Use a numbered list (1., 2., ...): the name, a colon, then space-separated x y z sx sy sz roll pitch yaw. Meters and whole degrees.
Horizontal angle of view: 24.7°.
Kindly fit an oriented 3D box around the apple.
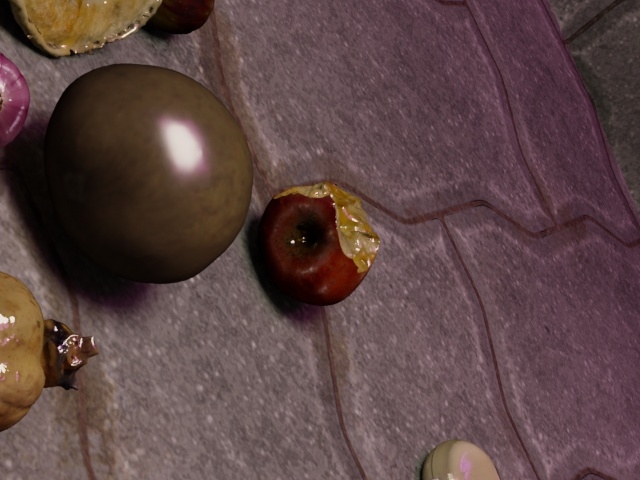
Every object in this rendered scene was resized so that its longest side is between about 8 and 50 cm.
1. apple: -0.002 0.006 1.902 0.156 0.147 0.158 35 11 18

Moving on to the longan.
1. longan: -0.189 -0.074 1.576 0.248 0.248 0.248 40 35 -36

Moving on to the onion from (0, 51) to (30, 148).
1. onion: -0.357 -0.144 1.496 0.115 0.104 0.115 -10 108 -31

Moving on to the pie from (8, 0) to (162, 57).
1. pie: -0.259 -0.340 1.693 0.055 0.274 0.274 30 11 31

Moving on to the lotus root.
1. lotus root: -0.330 0.093 1.278 0.257 0.140 0.154 13 68 -43

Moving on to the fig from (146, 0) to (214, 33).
1. fig: -0.212 -0.327 1.896 0.155 0.109 0.103 15 72 -21

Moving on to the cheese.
1. cheese: 0.177 0.340 1.986 0.227 0.064 0.137 5 58 -59
